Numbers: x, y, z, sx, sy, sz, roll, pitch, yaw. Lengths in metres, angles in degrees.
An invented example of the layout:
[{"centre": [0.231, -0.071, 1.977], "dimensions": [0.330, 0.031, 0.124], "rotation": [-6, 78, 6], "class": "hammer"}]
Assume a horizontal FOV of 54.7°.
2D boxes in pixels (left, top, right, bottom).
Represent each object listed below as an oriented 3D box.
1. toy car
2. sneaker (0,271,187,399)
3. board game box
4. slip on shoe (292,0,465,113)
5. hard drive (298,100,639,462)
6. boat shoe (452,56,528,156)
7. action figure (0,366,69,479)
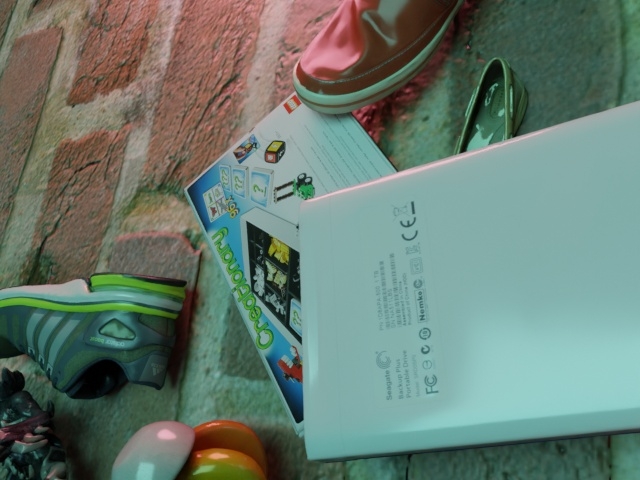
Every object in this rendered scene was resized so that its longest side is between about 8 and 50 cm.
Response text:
[{"centre": [-0.117, 0.226, 0.514], "dimensions": [0.182, 0.159, 0.136], "rotation": [-45, 14, 6], "class": "toy car"}, {"centre": [-0.278, 0.112, 0.675], "dimensions": [0.300, 0.111, 0.121], "rotation": [-12, 68, 30], "class": "sneaker"}, {"centre": [0.000, 0.000, 0.578], "dimensions": [0.193, 0.053, 0.305], "rotation": [-39, 55, 11], "class": "board game box"}, {"centre": [0.089, -0.257, 0.582], "dimensions": [0.331, 0.101, 0.123], "rotation": [-47, 54, -2], "class": "slip on shoe"}, {"centre": [0.134, 0.028, 0.427], "dimensions": [0.319, 0.040, 0.210], "rotation": [-15, 62, 24], "class": "hard drive"}, {"centre": [0.139, -0.079, 0.527], "dimensions": [0.056, 0.048, 0.152], "rotation": [12, 77, 35], "class": "boat shoe"}, {"centre": [-0.310, 0.238, 0.611], "dimensions": [0.276, 0.141, 0.164], "rotation": [33, 119, 33], "class": "action figure"}]
